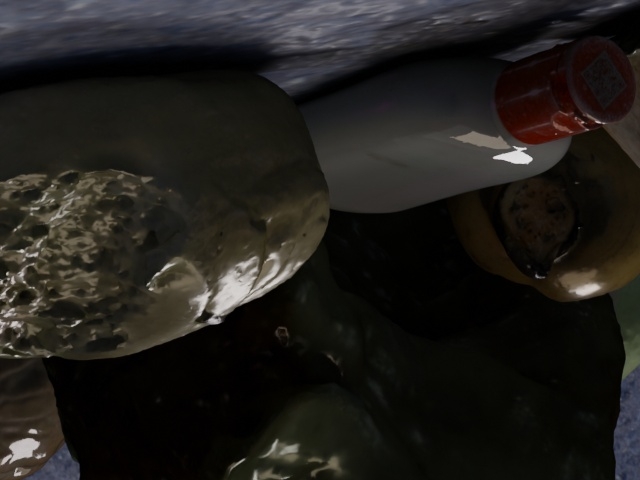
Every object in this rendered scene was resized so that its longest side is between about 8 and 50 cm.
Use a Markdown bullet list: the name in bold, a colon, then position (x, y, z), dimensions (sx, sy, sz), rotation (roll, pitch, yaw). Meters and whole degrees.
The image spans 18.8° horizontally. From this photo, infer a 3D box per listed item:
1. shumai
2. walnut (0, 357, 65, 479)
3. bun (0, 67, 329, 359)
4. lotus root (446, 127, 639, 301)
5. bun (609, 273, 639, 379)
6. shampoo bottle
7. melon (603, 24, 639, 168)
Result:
- **shumai**: position (-0.015, 0.081, 1.210), dimensions (0.324, 0.398, 0.323), rotation (-18, 145, 29)
- **walnut**: position (-0.324, 0.125, 1.695), dimensions (0.224, 0.224, 0.224), rotation (-10, 176, -1)
- **bun**: position (-0.101, -0.006, 0.848), dimensions (0.210, 0.116, 0.237), rotation (-11, 178, 32)
- **lotus root**: position (0.140, -0.025, 1.136), dimensions (0.125, 0.118, 0.221), rotation (7, -170, 22)
- **bun**: position (0.178, 0.029, 1.610), dimensions (0.293, 0.187, 0.293), rotation (-42, -176, 3)
- **shampoo bottle**: position (0.064, -0.055, 0.942), dimensions (0.108, 0.051, 0.221), rotation (16, 164, -31)
- **melon**: position (0.178, -0.067, 0.913), dimensions (0.139, 0.093, 0.202), rotation (4, 175, 23)
